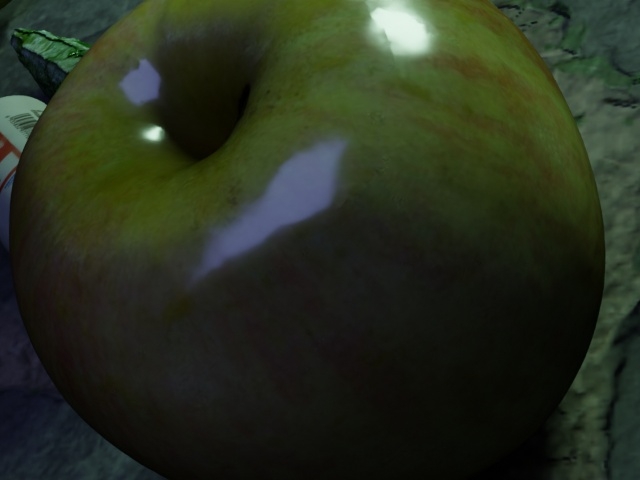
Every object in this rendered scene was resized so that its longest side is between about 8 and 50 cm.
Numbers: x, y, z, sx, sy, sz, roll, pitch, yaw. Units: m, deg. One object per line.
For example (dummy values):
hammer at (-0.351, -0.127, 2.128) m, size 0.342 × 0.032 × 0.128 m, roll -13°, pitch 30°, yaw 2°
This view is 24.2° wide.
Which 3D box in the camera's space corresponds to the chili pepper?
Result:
chili pepper at (-0.140, -0.094, 0.924) m, size 0.227 × 0.088 × 0.059 m, roll 34°, pitch 99°, yaw 45°

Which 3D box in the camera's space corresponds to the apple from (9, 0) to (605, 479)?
apple at (0.000, 0.000, 0.668) m, size 0.257 × 0.234 × 0.257 m, roll -15°, pitch 55°, yaw 22°

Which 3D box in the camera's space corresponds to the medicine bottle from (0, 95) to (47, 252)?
medicine bottle at (-0.159, -0.024, 0.882) m, size 0.079 × 0.079 × 0.140 m, roll -45°, pitch 48°, yaw -5°

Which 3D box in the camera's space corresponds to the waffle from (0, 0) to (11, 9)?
waffle at (-0.328, -0.150, 1.088) m, size 0.223 × 0.054 × 0.204 m, roll 19°, pitch 69°, yaw 36°
